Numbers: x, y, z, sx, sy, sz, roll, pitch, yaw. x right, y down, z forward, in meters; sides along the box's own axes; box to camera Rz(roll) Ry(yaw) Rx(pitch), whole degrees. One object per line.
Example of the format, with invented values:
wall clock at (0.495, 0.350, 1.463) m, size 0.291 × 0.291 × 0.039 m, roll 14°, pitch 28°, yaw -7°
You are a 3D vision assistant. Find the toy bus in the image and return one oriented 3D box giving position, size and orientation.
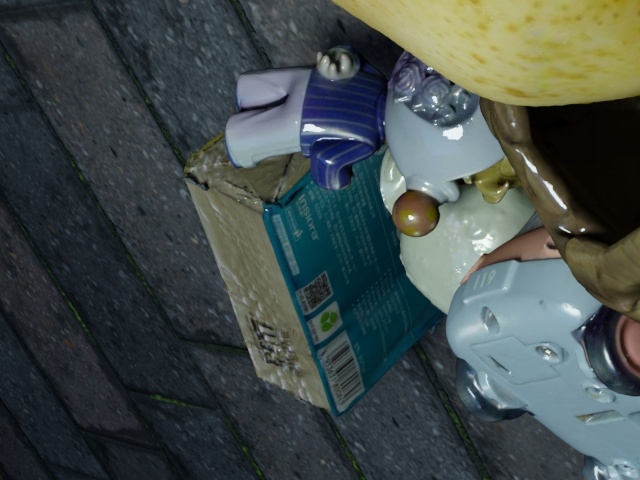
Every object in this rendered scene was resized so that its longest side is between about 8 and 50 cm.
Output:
toy bus at (0.252, 0.059, 1.180) m, size 0.288 × 0.232 × 0.194 m, roll 37°, pitch 156°, yaw -16°

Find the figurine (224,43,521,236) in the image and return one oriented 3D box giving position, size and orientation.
figurine at (0.059, -0.112, 1.280) m, size 0.274 × 0.194 × 0.133 m, roll 21°, pitch 154°, yaw 31°

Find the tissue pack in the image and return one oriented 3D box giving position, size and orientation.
tissue pack at (0.000, 0.000, 1.505) m, size 0.134 × 0.192 × 0.271 m, roll 20°, pitch 140°, yaw 38°

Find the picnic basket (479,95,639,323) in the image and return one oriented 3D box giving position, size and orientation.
picnic basket at (0.260, -0.076, 0.917) m, size 0.337 × 0.293 × 0.337 m, roll 45°, pitch 179°, yaw 1°

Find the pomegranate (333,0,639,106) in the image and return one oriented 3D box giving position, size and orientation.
pomegranate at (0.110, -0.260, 0.744) m, size 0.417 × 0.417 × 0.416 m, roll 33°, pitch 148°, yaw 24°

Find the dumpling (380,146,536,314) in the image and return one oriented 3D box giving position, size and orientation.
dumpling at (0.159, -0.020, 1.342) m, size 0.258 × 0.147 × 0.193 m, roll 40°, pitch 120°, yaw 24°
